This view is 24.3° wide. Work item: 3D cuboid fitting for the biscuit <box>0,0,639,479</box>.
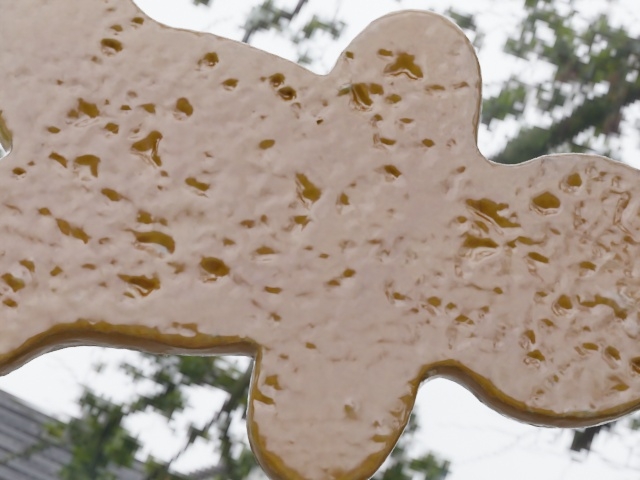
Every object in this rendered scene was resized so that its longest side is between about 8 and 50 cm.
[{"bbox_3d":[0.000,0.000,0.473,0.250,0.165,0.036,11,-19,5],"label":"biscuit"}]
